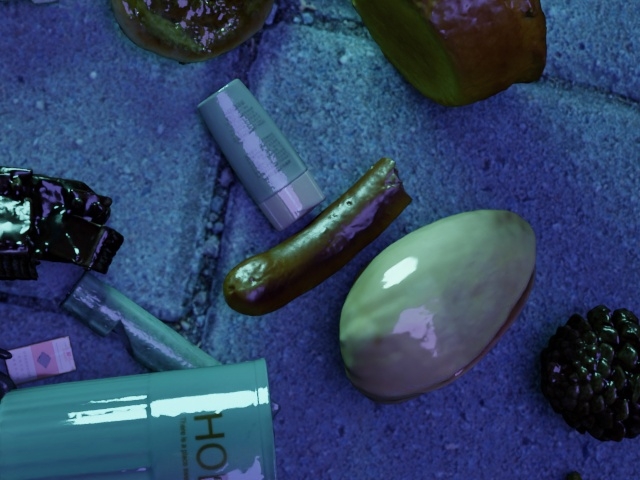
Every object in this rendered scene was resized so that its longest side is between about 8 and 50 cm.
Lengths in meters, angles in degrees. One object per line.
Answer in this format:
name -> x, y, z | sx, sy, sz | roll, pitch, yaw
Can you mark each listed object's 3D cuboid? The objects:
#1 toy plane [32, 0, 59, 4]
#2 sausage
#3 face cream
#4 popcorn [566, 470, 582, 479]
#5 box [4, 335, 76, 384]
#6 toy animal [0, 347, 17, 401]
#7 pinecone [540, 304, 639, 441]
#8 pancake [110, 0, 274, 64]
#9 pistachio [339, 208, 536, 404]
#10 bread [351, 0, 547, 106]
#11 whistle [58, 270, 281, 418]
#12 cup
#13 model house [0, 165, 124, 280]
toy plane -> -0.359, -0.414, 1.614 | 0.244, 0.117, 0.245 | -4, 106, -16
sausage -> 0.000, 0.003, 1.691 | 0.302, 0.103, 0.076 | -38, 62, -18
face cream -> -0.078, -0.113, 1.700 | 0.084, 0.057, 0.198 | -35, 98, -14
popcorn -> 0.344, 0.356, 1.786 | 0.068, 0.059, 0.083 | 24, 71, -13
box -> -0.350, 0.150, 1.623 | 0.083, 0.012, 0.046 | -13, 89, -17
toy animal -> -0.487, 0.206, 1.547 | 0.269, 0.082, 0.137 | -35, 93, -12
pinecone -> 0.399, 0.185, 1.749 | 0.204, 0.179, 0.184 | 21, 48, -28
pancake -> -0.160, -0.368, 1.667 | 0.282, 0.049, 0.282 | -7, 105, -30
pistachio -> 0.152, 0.078, 1.674 | 0.318, 0.214, 0.193 | -37, 139, -16
bread -> 0.157, -0.309, 1.670 | 0.172, 0.312, 0.312 | -36, 96, -6
whistle -> -0.187, 0.148, 1.646 | 0.312, 0.062, 0.062 | 36, 77, -11
cup -> -0.205, 0.311, 1.523 | 0.311, 0.257, 0.331 | -4, 114, -4
model house -> -0.339, -0.022, 1.563 | 0.203, 0.164, 0.141 | -1, 91, -17
